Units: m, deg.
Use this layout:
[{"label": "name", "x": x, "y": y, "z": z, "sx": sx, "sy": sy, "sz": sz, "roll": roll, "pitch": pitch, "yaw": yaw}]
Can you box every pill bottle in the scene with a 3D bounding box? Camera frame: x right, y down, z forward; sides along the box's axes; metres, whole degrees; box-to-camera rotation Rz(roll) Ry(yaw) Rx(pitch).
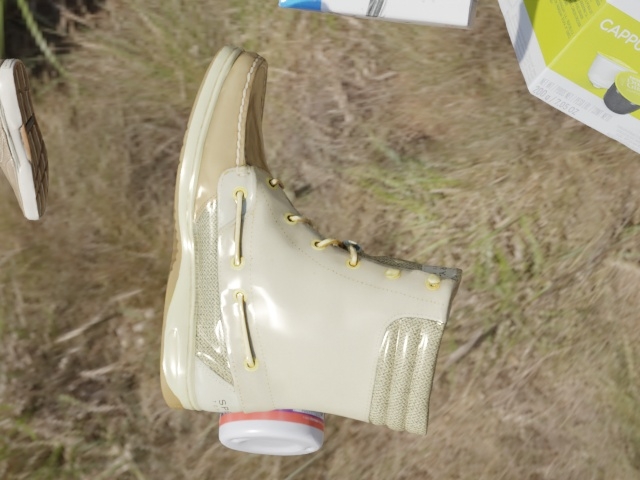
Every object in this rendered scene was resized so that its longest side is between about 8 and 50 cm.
[{"label": "pill bottle", "x": -0.046, "y": 0.117, "z": 1.337, "sx": 0.108, "sy": 0.108, "sz": 0.194, "roll": -7, "pitch": 67, "yaw": 24}]

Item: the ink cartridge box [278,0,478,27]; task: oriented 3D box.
[{"label": "ink cartridge box", "x": 0.070, "y": -0.280, "z": 1.393, "sx": 0.203, "sy": 0.148, "sz": 0.086, "roll": 8, "pitch": 99, "yaw": 8}]

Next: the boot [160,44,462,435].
[{"label": "boot", "x": 0.000, "y": 0.000, "z": 0.908, "sx": 0.203, "sy": 0.095, "sz": 0.262, "roll": 6, "pitch": 88, "yaw": 10}]

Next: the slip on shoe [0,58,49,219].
[{"label": "slip on shoe", "x": -0.253, "y": -0.081, "z": 1.053, "sx": 0.041, "sy": 0.051, "sz": 0.135, "roll": -4, "pitch": 117, "yaw": 6}]

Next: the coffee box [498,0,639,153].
[{"label": "coffee box", "x": 0.477, "y": -0.349, "z": 1.757, "sx": 0.337, "sy": 0.338, "sz": 0.334, "roll": 23, "pitch": 127, "yaw": -25}]
